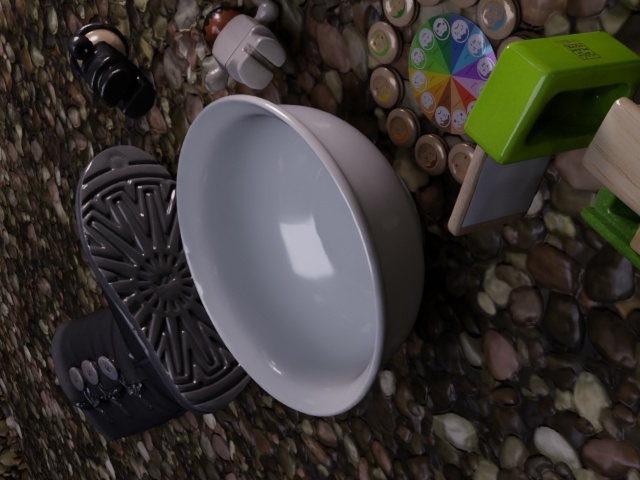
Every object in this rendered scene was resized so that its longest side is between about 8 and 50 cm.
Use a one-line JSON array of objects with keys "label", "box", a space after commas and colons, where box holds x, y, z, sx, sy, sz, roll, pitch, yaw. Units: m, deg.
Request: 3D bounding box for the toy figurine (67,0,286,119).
[{"label": "toy figurine", "box": [-0.143, -0.236, 0.807, 0.148, 0.209, 0.213, -132, 30, -51]}]

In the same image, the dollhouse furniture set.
[{"label": "dollhouse furniture set", "box": [0.224, 0.032, 0.437, 0.301, 0.197, 0.151, 51, 141, 36]}]

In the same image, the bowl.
[{"label": "bowl", "box": [0.000, 0.000, 0.804, 0.297, 0.134, 0.298, 30, 130, 43]}]

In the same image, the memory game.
[{"label": "memory game", "box": [0.102, -0.134, 0.702, 0.186, 0.012, 0.186, 28, 129, 42]}]

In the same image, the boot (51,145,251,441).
[{"label": "boot", "box": [-0.296, 0.102, 1.262, 0.445, 0.146, 0.367, -27, 84, 59]}]
